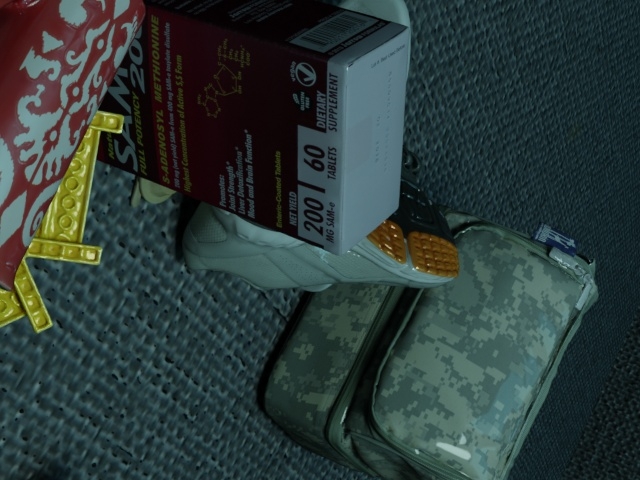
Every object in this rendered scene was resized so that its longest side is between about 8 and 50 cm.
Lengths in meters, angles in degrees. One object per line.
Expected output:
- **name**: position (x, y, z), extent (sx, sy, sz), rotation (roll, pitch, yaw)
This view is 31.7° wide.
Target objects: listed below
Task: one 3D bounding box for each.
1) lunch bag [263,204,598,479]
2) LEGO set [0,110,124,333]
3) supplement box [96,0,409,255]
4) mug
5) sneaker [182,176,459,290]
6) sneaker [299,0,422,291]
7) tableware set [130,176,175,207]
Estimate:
- **lunch bag**: position (0.125, 0.116, 1.191), extent (0.305, 0.256, 0.212), rotation (-61, 153, -16)
- **LEGO set**: position (-0.218, -0.005, 0.694), extent (0.132, 0.107, 0.287), rotation (34, 81, -27)
- **supplement box**: position (-0.066, -0.095, 0.713), extent (0.073, 0.240, 0.130), rotation (-38, 139, -43)
- **mug**: position (-0.163, -0.073, 0.574), extent (0.113, 0.150, 0.169), rotation (32, 77, -20)
- **sneaker**: position (0.000, 0.000, 0.980), extent (0.263, 0.121, 0.099), rotation (15, 52, -31)
- **sneaker**: position (0.042, -0.104, 1.067), extent (0.147, 0.105, 0.295), rotation (-30, 139, -54)
- **tableware set**: position (-0.095, -0.095, 0.904), extent (0.169, 0.020, 0.141), rotation (-20, 127, -58)
